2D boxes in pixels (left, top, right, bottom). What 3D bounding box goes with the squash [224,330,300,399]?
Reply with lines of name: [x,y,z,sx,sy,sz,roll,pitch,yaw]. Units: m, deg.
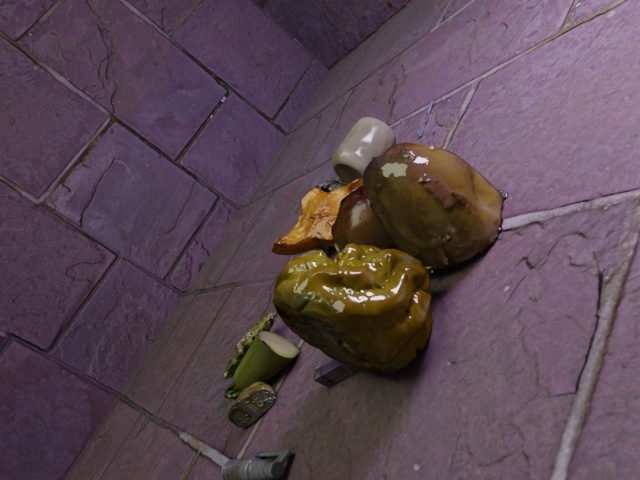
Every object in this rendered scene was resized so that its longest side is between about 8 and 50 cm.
squash: [-0.184,0.366,1.608,0.287,0.137,0.137,-50,17,32]

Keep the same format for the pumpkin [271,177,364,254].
pumpkin: [0.003,-0.072,1.800,0.290,0.095,0.258,-4,60,28]

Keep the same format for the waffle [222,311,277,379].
waffle: [-0.223,0.326,1.722,0.223,0.054,0.204,-45,-14,-55]

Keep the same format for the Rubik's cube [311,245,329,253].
Rubik's cube: [0.000,0.001,1.867,0.084,0.075,0.073,3,67,38]

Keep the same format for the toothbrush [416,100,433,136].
toothbrush: [0.359,-0.418,1.874,0.013,0.019,0.193,-29,28,51]

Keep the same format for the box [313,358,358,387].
box: [0.038,0.301,1.286,0.117,0.051,0.036,-37,31,35]

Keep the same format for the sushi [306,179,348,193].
sushi: [0.062,-0.167,1.989,0.109,0.134,0.273,-30,3,-22]

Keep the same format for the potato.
potato: [0.226,-0.106,1.226,0.289,0.237,0.300,-14,39,47]

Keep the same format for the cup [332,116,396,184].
cup: [0.126,-0.303,1.950,0.255,0.173,0.202,2,54,55]

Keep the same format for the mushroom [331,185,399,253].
mushroom: [0.168,-0.051,1.493,0.302,0.233,0.207,-41,-25,-59]

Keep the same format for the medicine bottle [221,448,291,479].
medicine bottle: [-0.150,0.535,1.302,0.221,0.061,0.092,-29,11,48]

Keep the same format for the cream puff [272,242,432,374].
cream puff: [0.077,0.113,1.155,0.324,0.291,0.257,2,49,54]

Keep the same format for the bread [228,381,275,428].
bread: [-0.186,0.443,1.527,0.157,0.083,0.094,-41,10,33]
